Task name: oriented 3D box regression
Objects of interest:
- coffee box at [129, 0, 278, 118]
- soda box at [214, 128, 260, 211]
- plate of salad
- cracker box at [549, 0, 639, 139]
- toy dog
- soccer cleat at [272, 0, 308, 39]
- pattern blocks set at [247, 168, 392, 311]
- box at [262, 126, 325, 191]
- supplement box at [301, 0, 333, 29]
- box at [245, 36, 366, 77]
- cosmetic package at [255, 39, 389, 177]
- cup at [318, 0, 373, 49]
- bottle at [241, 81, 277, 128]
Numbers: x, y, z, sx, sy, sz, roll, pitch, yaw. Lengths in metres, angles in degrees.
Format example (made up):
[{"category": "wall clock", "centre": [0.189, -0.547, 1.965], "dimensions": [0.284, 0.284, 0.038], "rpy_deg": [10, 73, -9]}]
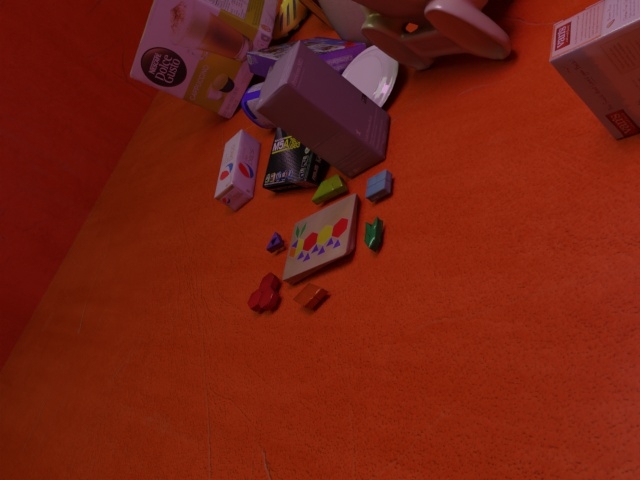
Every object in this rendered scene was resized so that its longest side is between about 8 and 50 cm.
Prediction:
[{"category": "coffee box", "centre": [-0.347, -0.647, 1.902], "dimensions": [0.337, 0.335, 0.338], "rpy_deg": [-52, 26, 42]}, {"category": "soda box", "centre": [-0.208, -0.180, 1.581], "dimensions": [0.074, 0.069, 0.216], "rpy_deg": [-35, 37, 33]}, {"category": "plate of salad", "centre": [0.094, -0.315, 1.301], "dimensions": [0.200, 0.048, 0.199], "rpy_deg": [-29, 50, 41]}, {"category": "cracker box", "centre": [0.389, -0.211, 0.662], "dimensions": [0.232, 0.156, 0.067], "rpy_deg": [-19, 46, 46]}, {"category": "toy dog", "centre": [0.195, -0.551, 1.063], "dimensions": [0.407, 0.396, 0.285], "rpy_deg": [-68, 22, -4]}, {"category": "soccer cleat", "centre": [-0.070, -0.735, 1.874], "dimensions": [0.289, 0.121, 0.093], "rpy_deg": [-46, 32, 17]}, {"category": "pattern blocks set", "centre": [0.000, 0.000, 1.146], "dimensions": [0.325, 0.026, 0.285], "rpy_deg": [-17, 48, 48]}, {"category": "box", "centre": [-0.047, -0.202, 1.359], "dimensions": [0.191, 0.045, 0.184], "rpy_deg": [0, 76, 56]}, {"category": "supplement box", "centre": [0.013, -0.710, 1.658], "dimensions": [0.194, 0.191, 0.129], "rpy_deg": [-49, 31, 14]}, {"category": "box", "centre": [-0.040, -0.433, 1.487], "dimensions": [0.201, 0.057, 0.293], "rpy_deg": [-18, 26, -16]}, {"category": "cosmetic package", "centre": [0.009, -0.237, 1.154], "dimensions": [0.107, 0.238, 0.127], "rpy_deg": [-27, 41, 41]}, {"category": "cup", "centre": [0.098, -0.644, 1.429], "dimensions": [0.331, 0.237, 0.331], "rpy_deg": [-36, 35, 30]}, {"category": "bottle", "centre": [-0.088, -0.336, 1.511], "dimensions": [0.092, 0.118, 0.283], "rpy_deg": [-56, 28, -16]}]
